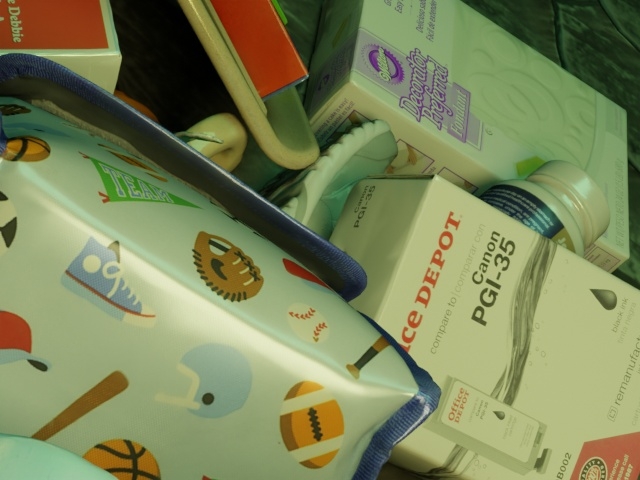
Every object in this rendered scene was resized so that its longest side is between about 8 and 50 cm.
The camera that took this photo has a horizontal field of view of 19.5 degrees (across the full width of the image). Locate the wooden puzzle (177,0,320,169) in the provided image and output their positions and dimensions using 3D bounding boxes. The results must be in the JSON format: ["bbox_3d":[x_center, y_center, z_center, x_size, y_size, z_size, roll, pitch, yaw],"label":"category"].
[{"bbox_3d":[-0.104,-0.252,1.542,0.348,0.080,0.322,56,6,-23],"label":"wooden puzzle"}]

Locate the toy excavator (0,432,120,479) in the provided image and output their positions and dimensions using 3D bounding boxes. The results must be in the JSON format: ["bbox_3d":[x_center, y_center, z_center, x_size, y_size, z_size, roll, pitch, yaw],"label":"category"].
[{"bbox_3d":[-0.103,0.215,0.943,0.433,0.445,0.222,34,37,-13],"label":"toy excavator"}]

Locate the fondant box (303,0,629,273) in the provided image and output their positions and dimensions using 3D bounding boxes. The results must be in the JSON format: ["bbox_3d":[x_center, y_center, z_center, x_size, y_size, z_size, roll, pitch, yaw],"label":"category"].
[{"bbox_3d":[0.147,-0.112,1.818,0.330,0.096,0.238,30,38,-17],"label":"fondant box"}]

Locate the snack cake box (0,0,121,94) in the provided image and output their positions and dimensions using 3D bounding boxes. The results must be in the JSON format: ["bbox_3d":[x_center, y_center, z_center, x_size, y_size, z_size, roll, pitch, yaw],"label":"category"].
[{"bbox_3d":[-0.256,-0.212,1.488,0.152,0.089,0.264,-1,51,-18],"label":"snack cake box"}]

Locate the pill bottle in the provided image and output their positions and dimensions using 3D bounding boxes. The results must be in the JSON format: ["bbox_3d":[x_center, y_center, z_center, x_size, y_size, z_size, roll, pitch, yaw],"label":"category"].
[{"bbox_3d":[0.166,0.011,1.642,0.187,0.112,0.112,-39,83,-29],"label":"pill bottle"}]

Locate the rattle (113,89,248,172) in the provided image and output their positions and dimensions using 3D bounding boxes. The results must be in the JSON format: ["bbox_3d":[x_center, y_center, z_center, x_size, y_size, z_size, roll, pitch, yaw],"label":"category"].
[{"bbox_3d":[-0.136,-0.088,1.447,0.142,0.130,0.200,64,9,9],"label":"rattle"}]

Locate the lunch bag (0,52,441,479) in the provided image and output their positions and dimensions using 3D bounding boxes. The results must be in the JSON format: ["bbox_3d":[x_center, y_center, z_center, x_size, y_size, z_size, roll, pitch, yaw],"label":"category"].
[{"bbox_3d":[-0.134,0.048,1.234,0.328,0.239,0.385,32,3,-14],"label":"lunch bag"}]

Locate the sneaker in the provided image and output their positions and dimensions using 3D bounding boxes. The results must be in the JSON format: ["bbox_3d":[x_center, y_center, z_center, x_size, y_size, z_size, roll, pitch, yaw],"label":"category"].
[{"bbox_3d":[0.000,0.000,1.579,0.115,0.105,0.281,50,43,-12],"label":"sneaker"}]

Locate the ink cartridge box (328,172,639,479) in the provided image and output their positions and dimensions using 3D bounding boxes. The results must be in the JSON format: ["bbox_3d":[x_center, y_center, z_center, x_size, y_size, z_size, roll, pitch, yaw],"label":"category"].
[{"bbox_3d":[0.130,0.097,1.484,0.283,0.117,0.207,28,78,-26],"label":"ink cartridge box"}]
